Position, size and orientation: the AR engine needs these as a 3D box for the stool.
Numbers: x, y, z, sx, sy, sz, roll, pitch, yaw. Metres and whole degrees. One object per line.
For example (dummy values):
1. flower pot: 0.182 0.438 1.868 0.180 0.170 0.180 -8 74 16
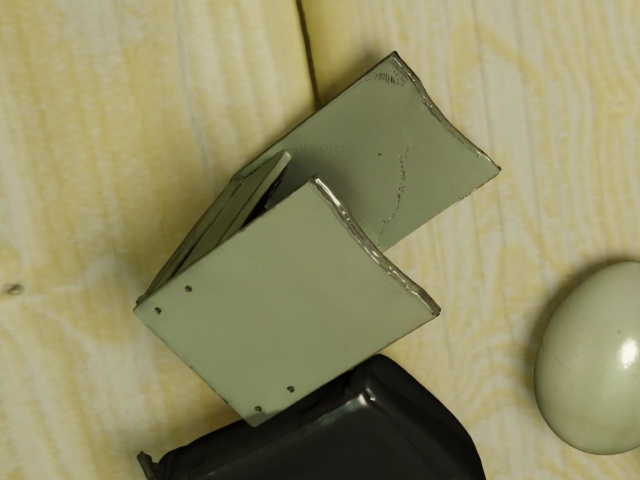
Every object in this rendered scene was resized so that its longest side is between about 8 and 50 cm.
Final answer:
1. stool: 0.000 0.000 1.273 0.170 0.243 0.270 46 129 -12

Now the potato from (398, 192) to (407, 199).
1. potato: 0.088 -0.058 1.380 0.092 0.045 0.046 -12 128 20

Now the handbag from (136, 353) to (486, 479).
1. handbag: -0.009 0.233 1.443 0.302 0.178 0.275 -29 121 19

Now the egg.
1. egg: 0.300 0.119 1.371 0.151 0.151 0.209 16 106 0
